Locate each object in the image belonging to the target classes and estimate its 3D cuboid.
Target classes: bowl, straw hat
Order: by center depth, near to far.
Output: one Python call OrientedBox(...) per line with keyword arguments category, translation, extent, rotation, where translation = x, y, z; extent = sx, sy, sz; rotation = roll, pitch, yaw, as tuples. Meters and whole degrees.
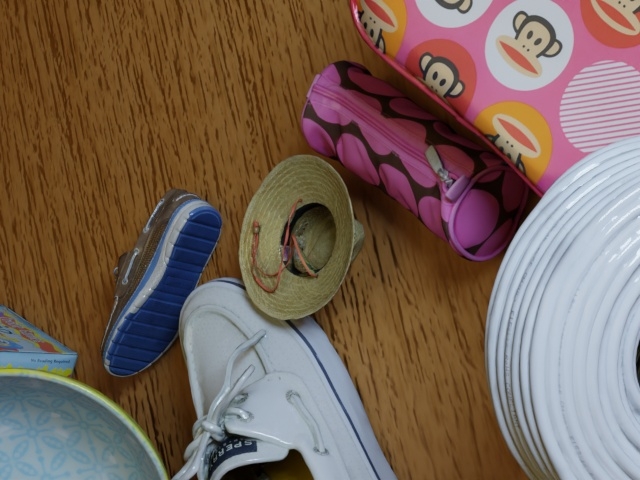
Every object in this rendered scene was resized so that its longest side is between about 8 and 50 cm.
OrientedBox(category="straw hat", translation=(0.000, 0.000, 1.497), extent=(0.144, 0.061, 0.144), rotation=(-8, 79, 47))
OrientedBox(category="bowl", translation=(-0.268, 0.248, 1.644), extent=(0.156, 0.290, 0.289), rotation=(-106, 27, -85))

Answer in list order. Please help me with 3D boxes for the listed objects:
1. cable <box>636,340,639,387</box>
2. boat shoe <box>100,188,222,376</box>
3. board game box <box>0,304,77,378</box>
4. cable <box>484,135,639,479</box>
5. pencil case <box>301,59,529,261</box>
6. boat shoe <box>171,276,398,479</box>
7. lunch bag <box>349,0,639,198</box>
OrientedBox(category="cable", translation=(0.224, 0.131, 1.287), extent=(0.139, 0.072, 0.287), rotation=(-16, 61, 57))
OrientedBox(category="boat shoe", translation=(-0.153, 0.037, 1.648), extent=(0.066, 0.066, 0.183), rotation=(40, 103, 45))
OrientedBox(category="board game box", translation=(-0.368, 0.211, 1.776), extent=(0.144, 0.142, 0.275), rotation=(26, 104, 43))
OrientedBox(category="cable", translation=(0.228, 0.065, 1.134), extent=(0.257, 0.257, 0.089), rotation=(-47, 21, -3))
OrientedBox(category="pencil case", translation=(0.068, -0.069, 1.413), extent=(0.209, 0.098, 0.095), rotation=(35, 101, 41))
OrientedBox(category="boat shoe", translation=(-0.052, 0.172, 1.461), extent=(0.136, 0.156, 0.367), rotation=(-49, 55, 29))
OrientedBox(category="lunch bag", translation=(0.188, -0.173, 1.230), extent=(0.293, 0.120, 0.258), rotation=(45, 114, 20))
